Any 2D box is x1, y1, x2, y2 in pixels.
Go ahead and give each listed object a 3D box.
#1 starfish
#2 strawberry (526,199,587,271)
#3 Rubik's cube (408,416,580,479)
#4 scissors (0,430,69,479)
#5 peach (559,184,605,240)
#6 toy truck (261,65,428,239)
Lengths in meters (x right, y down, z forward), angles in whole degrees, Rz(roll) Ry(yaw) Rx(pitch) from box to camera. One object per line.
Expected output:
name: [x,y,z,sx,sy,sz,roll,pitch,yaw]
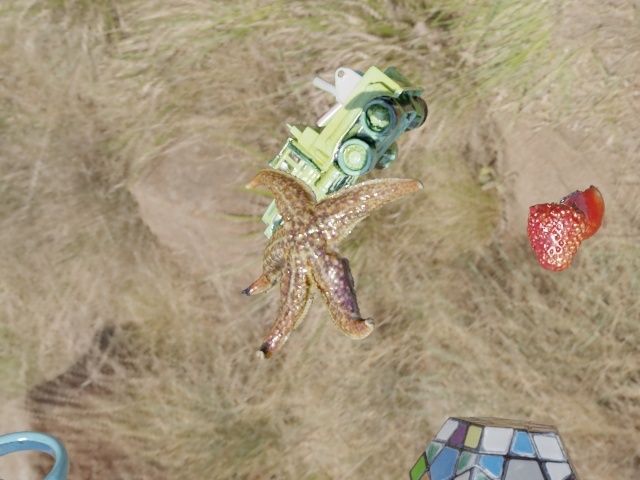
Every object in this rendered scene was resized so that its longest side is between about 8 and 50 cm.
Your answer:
starfish: [-0.007,0.000,0.888,0.238,0.057,0.213,-45,53,36]
strawberry: [0.274,-0.006,1.186,0.073,0.073,0.083,-8,62,39]
Rubik's cube: [0.105,0.151,0.588,0.111,0.111,0.093,43,155,15]
scissors: [-0.494,0.247,1.148,0.447,0.192,0.029,8,119,26]
peach: [0.380,-0.034,1.491,0.061,0.098,0.098,54,132,21]
toy truck: [0.012,-0.111,1.291,0.135,0.128,0.259,38,110,12]
